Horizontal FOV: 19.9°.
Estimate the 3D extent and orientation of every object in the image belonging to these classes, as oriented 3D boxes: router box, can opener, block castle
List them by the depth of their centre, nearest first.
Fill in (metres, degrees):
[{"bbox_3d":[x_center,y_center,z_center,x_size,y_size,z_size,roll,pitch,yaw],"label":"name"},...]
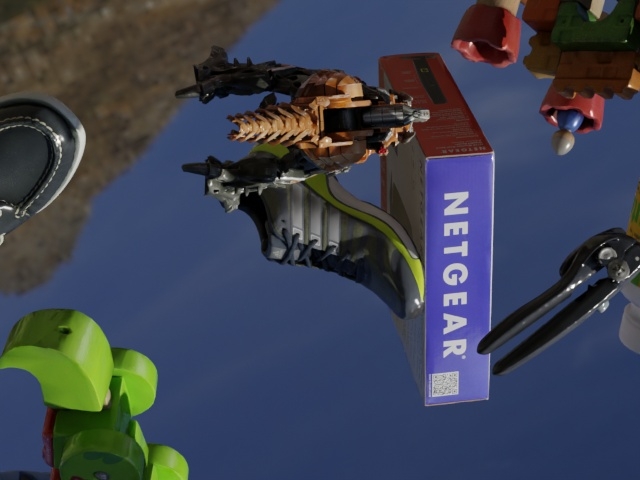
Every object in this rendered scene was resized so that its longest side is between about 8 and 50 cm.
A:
[{"bbox_3d":[0.224,0.058,1.669,0.186,0.059,0.073,-43,177,-10],"label":"can opener"},{"bbox_3d":[0.137,-0.020,2.222,0.082,0.335,0.301,-5,-152,-7],"label":"router box"},{"bbox_3d":[0.413,-0.229,2.222,0.453,0.303,0.212,6,-107,42],"label":"block castle"}]

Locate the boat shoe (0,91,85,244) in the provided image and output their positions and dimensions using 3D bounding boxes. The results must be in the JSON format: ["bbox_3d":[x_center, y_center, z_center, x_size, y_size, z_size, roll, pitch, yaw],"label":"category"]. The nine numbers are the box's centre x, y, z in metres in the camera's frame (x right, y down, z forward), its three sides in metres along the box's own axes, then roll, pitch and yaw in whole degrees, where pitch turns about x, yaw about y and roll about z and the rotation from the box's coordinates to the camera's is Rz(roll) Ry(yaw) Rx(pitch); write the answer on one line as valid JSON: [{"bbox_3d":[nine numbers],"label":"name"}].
[{"bbox_3d":[-0.331,-0.029,1.676,0.302,0.114,0.091,-38,-165,37],"label":"boat shoe"}]

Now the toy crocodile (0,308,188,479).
[{"bbox_3d":[-0.179,0.193,1.515,0.105,0.340,0.115,-3,-134,8],"label":"toy crocodile"}]

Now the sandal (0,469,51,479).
[{"bbox_3d":[-0.227,0.271,1.734,0.126,0.317,0.138,-58,-141,17],"label":"sandal"}]

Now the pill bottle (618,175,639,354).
[{"bbox_3d":[0.412,0.008,2.056,0.136,0.245,0.136,9,-160,-3],"label":"pill bottle"}]

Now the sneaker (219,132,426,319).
[{"bbox_3d":[0.000,0.000,2.134,0.300,0.111,0.121,40,-121,22],"label":"sneaker"}]

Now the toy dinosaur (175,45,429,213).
[{"bbox_3d":[-0.017,-0.125,1.799,0.218,0.322,0.164,-2,-107,23],"label":"toy dinosaur"}]
